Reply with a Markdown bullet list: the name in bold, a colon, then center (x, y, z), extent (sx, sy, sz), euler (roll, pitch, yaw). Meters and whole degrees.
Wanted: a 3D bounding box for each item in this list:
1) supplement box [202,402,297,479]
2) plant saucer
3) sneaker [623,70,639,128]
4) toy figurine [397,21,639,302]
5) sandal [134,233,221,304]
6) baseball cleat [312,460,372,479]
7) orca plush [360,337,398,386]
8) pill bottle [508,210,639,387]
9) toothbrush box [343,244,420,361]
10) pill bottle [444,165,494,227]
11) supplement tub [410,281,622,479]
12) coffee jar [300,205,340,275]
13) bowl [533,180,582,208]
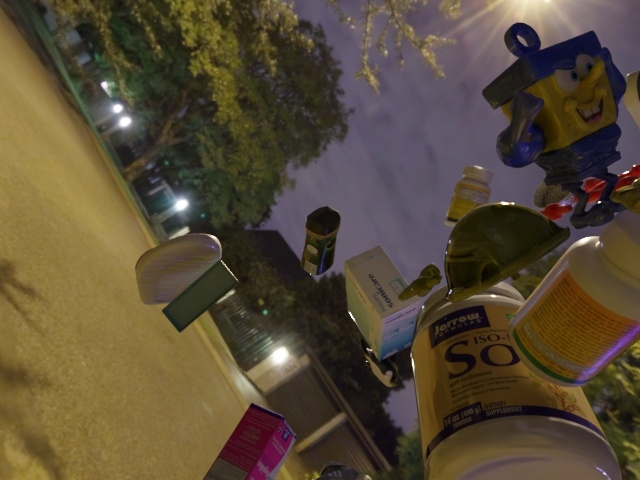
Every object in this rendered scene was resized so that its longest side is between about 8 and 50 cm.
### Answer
- **supplement box**: center (-0.169, 0.533, 1.095), extent (0.114, 0.220, 0.111), euler (9, -42, 33)
- **plant saucer**: center (-0.264, 0.123, 0.989), extent (0.067, 0.192, 0.018), euler (51, 14, 0)
- **sneaker**: center (0.915, -0.321, 1.146), extent (0.350, 0.131, 0.148), euler (22, -15, -35)
- **toy figurine**: center (0.209, -0.106, 0.466), extent (0.217, 0.362, 0.191), euler (66, -20, -3)
- **sandal**: center (-0.362, 0.056, 1.069), extent (0.416, 0.169, 0.102), euler (-40, -121, 50)
- **baseball cleat**: center (0.017, 0.507, 0.930), extent (0.109, 0.072, 0.206), euler (9, -14, 46)
- **orca plush**: center (0.233, 0.441, 1.673), extent (0.151, 0.102, 0.287), euler (14, -33, 55)
- **pill bottle**: center (0.323, 0.071, 0.528), extent (0.117, 0.117, 0.208), euler (50, -39, 33)
- **toothbrush box**: center (0.176, 0.193, 1.346), extent (0.216, 0.126, 0.296), euler (58, -14, 35)
- **pill bottle**: center (0.503, -0.137, 1.514), extent (0.119, 0.209, 0.119), euler (18, 4, -1)
- **supplement tub**: center (0.267, 0.236, 0.696), extent (0.331, 0.241, 0.241), euler (-82, 149, -58)
- **coffee jar**: center (0.000, 0.000, 1.220), extent (0.079, 0.096, 0.184), euler (31, -46, 24)
- **bowl**: center (0.820, -0.156, 1.522), extent (0.080, 0.170, 0.170), euler (35, -6, -15)
